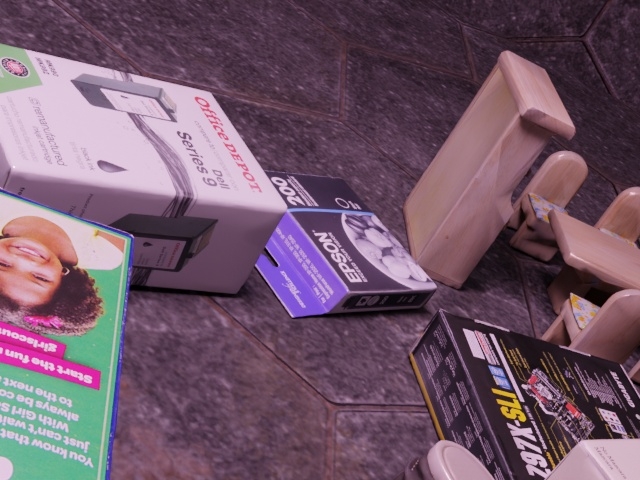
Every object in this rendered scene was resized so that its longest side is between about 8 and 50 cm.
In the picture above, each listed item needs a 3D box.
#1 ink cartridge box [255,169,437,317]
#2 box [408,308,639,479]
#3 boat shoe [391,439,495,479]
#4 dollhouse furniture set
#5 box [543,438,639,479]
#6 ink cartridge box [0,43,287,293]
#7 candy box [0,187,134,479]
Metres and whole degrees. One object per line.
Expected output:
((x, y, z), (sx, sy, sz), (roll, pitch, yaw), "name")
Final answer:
((0.000, 0.000, 1.223), (0.208, 0.045, 0.206), (-1, 42, -45), "ink cartridge box")
((0.247, 0.225, 1.072), (0.257, 0.079, 0.322), (16, 31, -24), "box")
((0.149, 0.313, 0.832), (0.112, 0.095, 0.335), (18, 33, -46), "boat shoe")
((0.344, -0.025, 1.386), (0.394, 0.256, 0.362), (24, 29, -15), "dollhouse furniture set")
((0.314, 0.239, 0.933), (0.275, 0.094, 0.113), (6, 38, -39), "box")
((-0.207, -0.068, 1.035), (0.289, 0.121, 0.211), (7, 37, -40), "ink cartridge box")
((-0.190, 0.166, 0.508), (0.122, 0.268, 0.317), (18, 30, -19), "candy box")
